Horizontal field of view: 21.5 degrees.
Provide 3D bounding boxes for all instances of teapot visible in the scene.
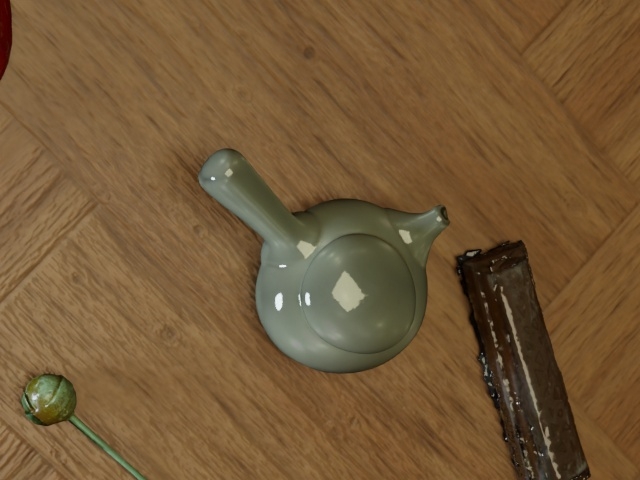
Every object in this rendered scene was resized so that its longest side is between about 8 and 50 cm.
[{"bbox_3d":[-0.015,0.035,1.936,0.318,0.149,0.220,14,87,-20],"label":"teapot"}]

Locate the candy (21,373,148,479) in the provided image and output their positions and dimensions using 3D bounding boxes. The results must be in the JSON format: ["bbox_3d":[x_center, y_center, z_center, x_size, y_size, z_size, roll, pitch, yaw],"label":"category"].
[{"bbox_3d":[-0.259,0.226,1.923,0.061,0.061,0.202,-49,115,-10],"label":"candy"}]

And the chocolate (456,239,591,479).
[{"bbox_3d":[0.256,0.162,2.083,0.102,0.065,0.329,-18,97,-16],"label":"chocolate"}]

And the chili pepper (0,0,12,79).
[{"bbox_3d":[-0.426,-0.329,1.809,0.137,0.092,0.368,-36,101,-2],"label":"chili pepper"}]
